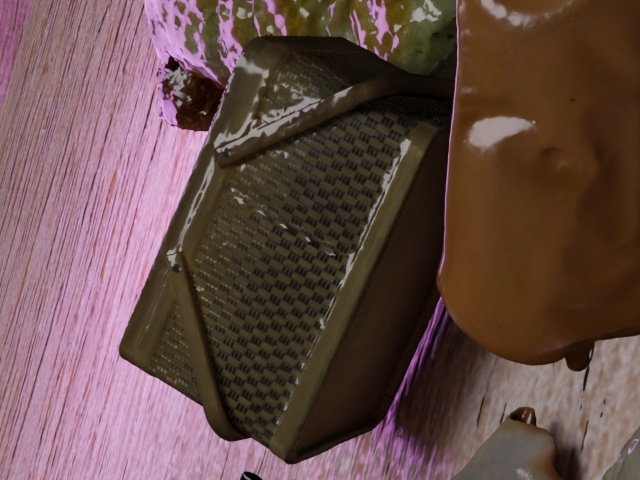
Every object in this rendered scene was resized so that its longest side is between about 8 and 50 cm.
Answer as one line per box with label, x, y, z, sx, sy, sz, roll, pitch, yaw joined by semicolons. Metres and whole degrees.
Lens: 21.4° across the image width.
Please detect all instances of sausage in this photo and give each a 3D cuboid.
sausage;0.121;-0.055;0.788;0.120;0.136;0.241;-62;-20;-73

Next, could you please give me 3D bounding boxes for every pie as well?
pie;-0.002;-0.271;1.296;0.418;0.180;0.395;0;101;55

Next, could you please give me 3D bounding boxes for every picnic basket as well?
picnic basket;0.000;0.000;1.111;0.139;0.165;0.267;30;107;21

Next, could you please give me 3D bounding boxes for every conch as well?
conch;0.095;0.186;0.966;0.176;0.094;0.104;-49;5;-13

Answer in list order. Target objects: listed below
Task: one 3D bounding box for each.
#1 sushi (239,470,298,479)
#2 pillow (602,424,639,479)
sushi;-0.017;0.214;1.138;0.084;0.098;0.094;-56;32;38
pillow;0.192;0.118;0.771;0.181;0.077;0.134;-108;35;-53
